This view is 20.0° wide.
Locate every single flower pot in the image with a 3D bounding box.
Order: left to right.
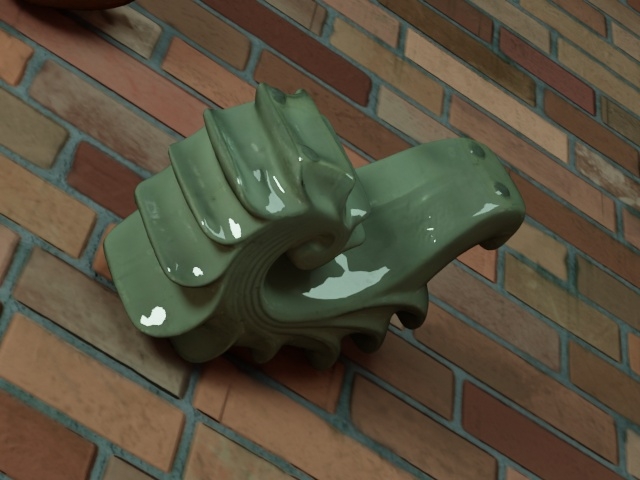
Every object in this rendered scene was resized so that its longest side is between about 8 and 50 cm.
[{"bbox_3d":[0.000,0.000,1.699,0.367,0.254,0.164,11,40,-43],"label":"flower pot"}]

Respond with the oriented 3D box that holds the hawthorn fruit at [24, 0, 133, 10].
[{"bbox_3d":[-0.252,-0.326,1.945,0.251,0.199,0.199,31,28,-40],"label":"hawthorn fruit"}]
